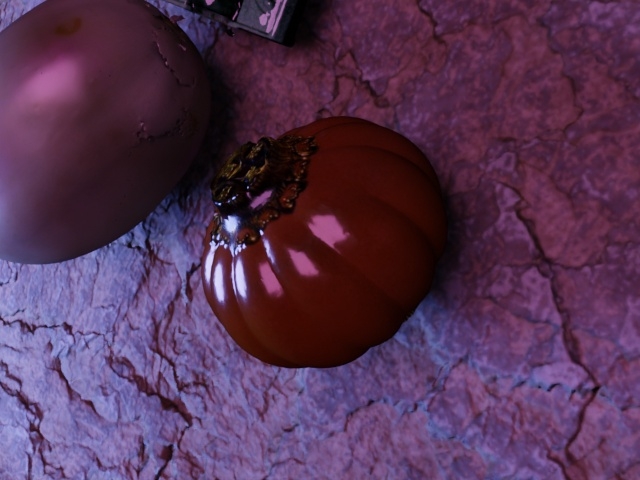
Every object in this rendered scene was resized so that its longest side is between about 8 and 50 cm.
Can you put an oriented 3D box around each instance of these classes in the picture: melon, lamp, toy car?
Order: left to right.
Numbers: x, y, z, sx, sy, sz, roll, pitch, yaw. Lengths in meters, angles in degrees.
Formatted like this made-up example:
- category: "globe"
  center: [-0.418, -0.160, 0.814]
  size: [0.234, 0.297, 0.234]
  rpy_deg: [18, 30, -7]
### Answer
- category: "melon"
  center: [-0.246, -0.109, 0.809]
  size: [0.317, 0.223, 0.223]
  rpy_deg: [-39, 69, 19]
- category: "toy car"
  center: [-0.133, -0.300, 0.826]
  size: [0.320, 0.097, 0.142]
  rpy_deg: [26, 101, 28]
- category: "lamp"
  center: [0.000, 0.000, 0.673]
  size: [0.223, 0.196, 0.223]
  rpy_deg: [-35, 32, 26]
